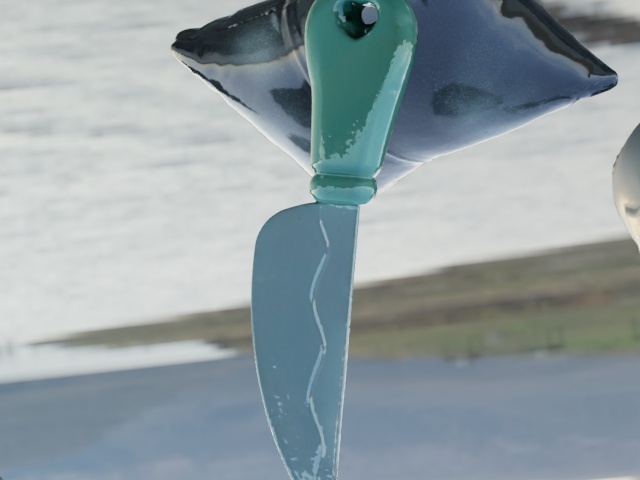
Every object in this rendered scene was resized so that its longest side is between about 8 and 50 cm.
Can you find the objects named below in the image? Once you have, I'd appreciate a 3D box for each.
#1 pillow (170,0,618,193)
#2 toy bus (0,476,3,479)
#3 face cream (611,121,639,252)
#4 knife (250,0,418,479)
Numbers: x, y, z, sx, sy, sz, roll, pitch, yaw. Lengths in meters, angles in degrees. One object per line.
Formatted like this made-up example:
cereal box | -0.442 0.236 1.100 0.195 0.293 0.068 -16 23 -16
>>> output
pillow | 0.045 -0.114 1.271 0.186 0.106 0.250 39 139 -26
toy bus | -0.244 0.205 1.281 0.120 0.265 0.121 -26 -147 18
face cream | 0.327 -0.006 1.439 0.175 0.175 0.195 -5 -140 -21
knife | -0.001 -0.001 0.967 0.063 0.260 0.034 11 -177 11
